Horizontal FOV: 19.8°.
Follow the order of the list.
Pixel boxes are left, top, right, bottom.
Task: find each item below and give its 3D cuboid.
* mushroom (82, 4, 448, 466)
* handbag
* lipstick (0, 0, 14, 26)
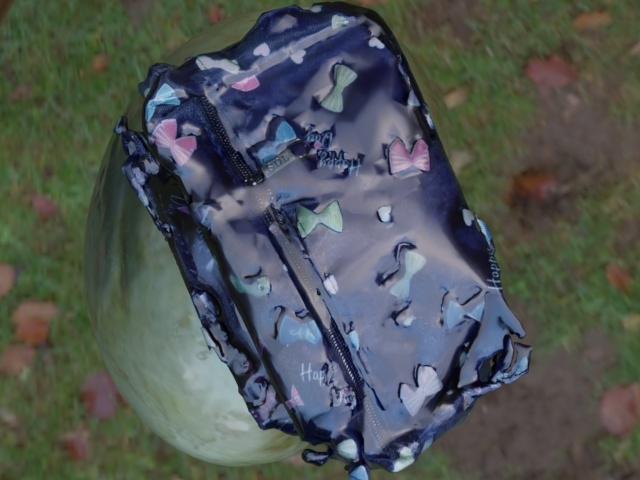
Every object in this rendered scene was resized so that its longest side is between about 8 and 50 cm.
[{"bbox_3d":[-0.034,-0.004,1.372,0.260,0.352,0.352,17,115,-20],"label":"mushroom"},{"bbox_3d":[0.000,0.000,1.027,0.162,0.113,0.260,-27,90,-16],"label":"handbag"},{"bbox_3d":[-0.347,-0.166,1.714,0.057,0.357,0.057,3,122,5],"label":"lipstick"}]
